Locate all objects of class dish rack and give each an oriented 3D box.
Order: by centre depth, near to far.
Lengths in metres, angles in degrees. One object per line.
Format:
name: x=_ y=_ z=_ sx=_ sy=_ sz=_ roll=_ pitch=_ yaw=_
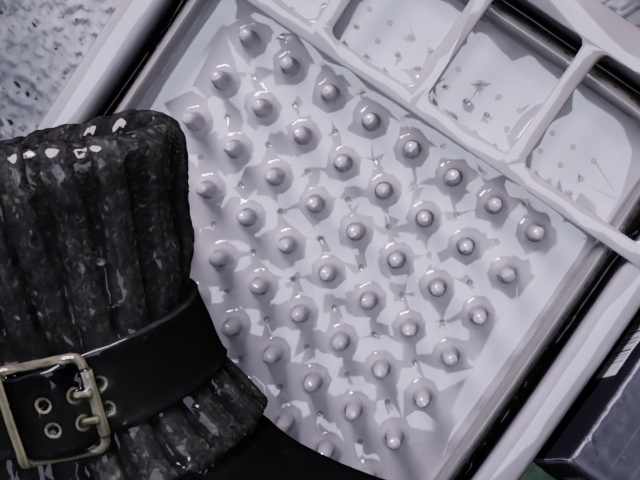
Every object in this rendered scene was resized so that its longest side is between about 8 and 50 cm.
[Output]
dish rack: x=0.000 y=0.000 z=0.797 sx=0.285 sy=0.072 sz=0.333 roll=34 pitch=93 yaw=2

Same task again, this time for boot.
boot: x=-0.040 y=0.070 z=0.702 sx=0.348 sy=0.131 sz=0.260 roll=-4 pitch=92 yaw=5

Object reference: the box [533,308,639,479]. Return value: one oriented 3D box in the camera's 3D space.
box: x=0.212 y=0.086 z=0.761 sx=0.158 sy=0.093 sz=0.156 roll=36 pitch=82 yaw=2
